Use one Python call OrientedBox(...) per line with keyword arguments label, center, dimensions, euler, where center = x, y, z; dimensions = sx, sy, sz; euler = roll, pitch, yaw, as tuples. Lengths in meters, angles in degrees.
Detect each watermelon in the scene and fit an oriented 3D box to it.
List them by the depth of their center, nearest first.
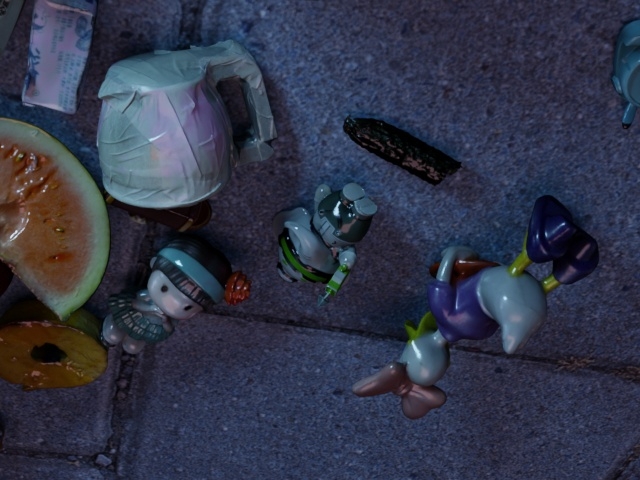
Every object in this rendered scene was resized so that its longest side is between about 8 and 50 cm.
OrientedBox(label="watermelon", center=(-0.396, -0.056, 1.187), dimensions=(0.159, 0.128, 0.303), euler=(-46, 114, -20))

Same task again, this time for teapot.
OrientedBox(label="teapot", center=(-0.164, -0.144, 1.094), dimensions=(0.221, 0.163, 0.178), euler=(-1, 124, -1))

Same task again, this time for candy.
OrientedBox(label="candy", center=(-0.304, -0.236, 1.051), dimensions=(0.073, 0.092, 0.160), euler=(12, 131, -15))

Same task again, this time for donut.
OrientedBox(label="donut", center=(-0.424, 0.159, 1.404), dimensions=(0.190, 0.075, 0.174), euler=(-9, 132, 7))

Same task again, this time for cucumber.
OrientedBox(label="cucumber", center=(0.108, -0.123, 1.200), dimensions=(0.181, 0.053, 0.053), euler=(25, 126, -20))

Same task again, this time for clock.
OrientedBox(label="clock", center=(0.426, -0.209, 1.139), dimensions=(0.108, 0.045, 0.147), euler=(-1, 132, 0))

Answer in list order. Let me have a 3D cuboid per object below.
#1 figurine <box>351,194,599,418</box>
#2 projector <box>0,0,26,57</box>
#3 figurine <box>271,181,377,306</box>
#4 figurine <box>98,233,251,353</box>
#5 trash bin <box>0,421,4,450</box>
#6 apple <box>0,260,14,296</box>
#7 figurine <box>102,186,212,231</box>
OrientedBox(label="figurine", center=(0.232, 0.111, 1.318), dimensions=(0.154, 0.193, 0.421), euler=(29, 129, -30))
OrientedBox(label="projector", center=(-0.402, -0.281, 1.026), dimensions=(0.115, 0.061, 0.147), euler=(22, 127, -22))
OrientedBox(label="figurine", center=(0.000, 0.000, 1.263), dimensions=(0.147, 0.126, 0.192), euler=(48, 129, 5))
OrientedBox(label="figurine", center=(-0.224, 0.088, 1.336), dimensions=(0.138, 0.110, 0.245), euler=(32, 128, -30))
OrientedBox(label="trash bin", center=(-0.670, 0.418, 1.562), dimensions=(0.161, 0.185, 0.239), euler=(22, 133, -20))
OrientedBox(label="apple", center=(-0.524, 0.021, 1.189), dimensions=(0.218, 0.218, 0.201), euler=(-17, 105, 12))
OrientedBox(label="figurine", center=(-0.224, -0.052, 1.233), dimensions=(0.154, 0.082, 0.098), euler=(22, 140, -22))
